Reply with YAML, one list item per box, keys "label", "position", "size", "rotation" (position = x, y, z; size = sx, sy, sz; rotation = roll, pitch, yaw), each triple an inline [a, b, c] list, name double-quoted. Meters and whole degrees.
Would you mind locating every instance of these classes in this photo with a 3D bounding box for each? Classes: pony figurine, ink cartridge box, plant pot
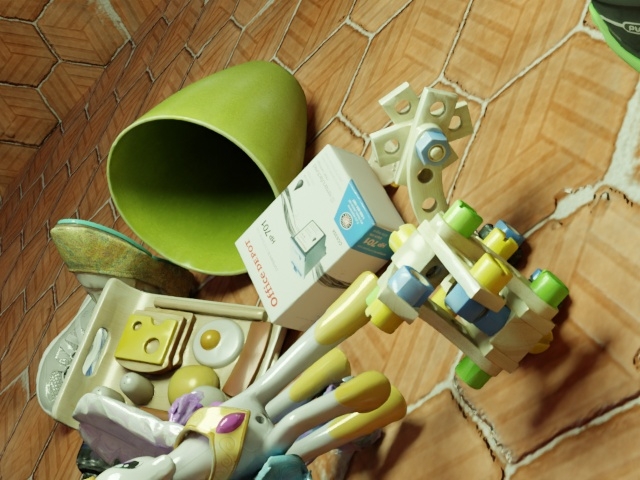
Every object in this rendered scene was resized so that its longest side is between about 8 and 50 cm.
- label: "pony figurine"
  position: [-0.097, 0.214, 1.021]
  size: [0.363, 0.303, 0.351]
  rotation: [-29, -19, -23]
- label: "ink cartridge box"
  position: [0.000, 0.000, 1.300]
  size: [0.191, 0.082, 0.139]
  rotation: [-45, 53, 23]
- label: "plant pot"
  position: [-0.131, -0.143, 1.597]
  size: [0.275, 0.275, 0.293]
  rotation: [-36, 16, 40]

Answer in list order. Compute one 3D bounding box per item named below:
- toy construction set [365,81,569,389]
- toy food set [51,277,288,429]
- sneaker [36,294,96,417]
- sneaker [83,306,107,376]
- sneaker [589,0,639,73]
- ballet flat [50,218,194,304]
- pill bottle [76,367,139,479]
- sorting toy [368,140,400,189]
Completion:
- label: "toy construction set"
  position: [0.119, 0.002, 0.974]
  size: [0.151, 0.215, 0.327]
  rotation: [-44, 29, 27]
- label: "toy food set"
  position: [-0.196, 0.161, 1.403]
  size: [0.306, 0.092, 0.219]
  rotation: [5, 63, 27]
- label: "sneaker"
  position: [-0.421, 0.188, 1.901]
  size: [0.115, 0.105, 0.281]
  rotation: [-10, 53, 59]
- label: "sneaker"
  position: [-0.320, 0.178, 1.761]
  size: [0.131, 0.112, 0.296]
  rotation: [-9, 54, 38]
- label: "sneaker"
  position: [0.402, -0.329, 0.830]
  size: [0.483, 0.202, 0.185]
  rotation: [-48, 28, 24]
- label: "ballet flat"
  position: [-0.296, 0.060, 1.612]
  size: [0.123, 0.348, 0.123]
  rotation: [-5, 75, 18]
- label: "pill bottle"
  position: [-0.272, 0.285, 1.498]
  size: [0.123, 0.123, 0.219]
  rotation: [-18, 46, 55]
- label: "sorting toy"
  position: [0.069, -0.085, 1.375]
  size: [0.075, 0.045, 0.083]
  rotation: [-38, 32, 52]
